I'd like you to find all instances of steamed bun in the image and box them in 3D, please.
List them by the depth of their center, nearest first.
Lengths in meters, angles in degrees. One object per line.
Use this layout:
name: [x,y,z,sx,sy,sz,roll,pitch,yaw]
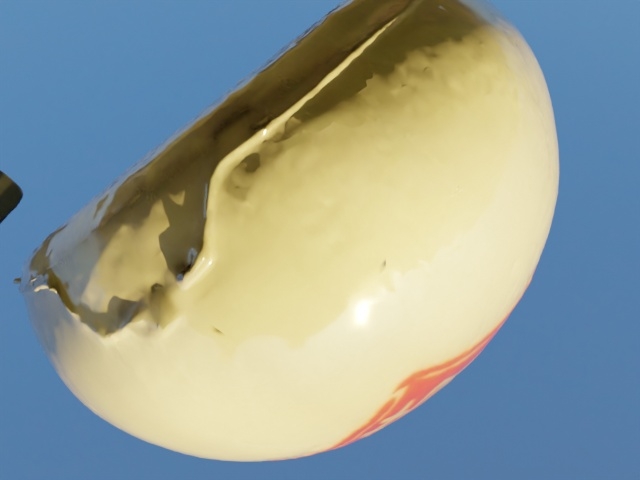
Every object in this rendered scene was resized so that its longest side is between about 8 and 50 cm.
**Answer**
steamed bun: [0.000,0.000,0.953,0.241,0.374,0.374,50,-121,-9]

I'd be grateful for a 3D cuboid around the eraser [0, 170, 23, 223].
eraser: [-0.323,-0.026,1.035,0.225,0.036,0.082,2,-141,30]
